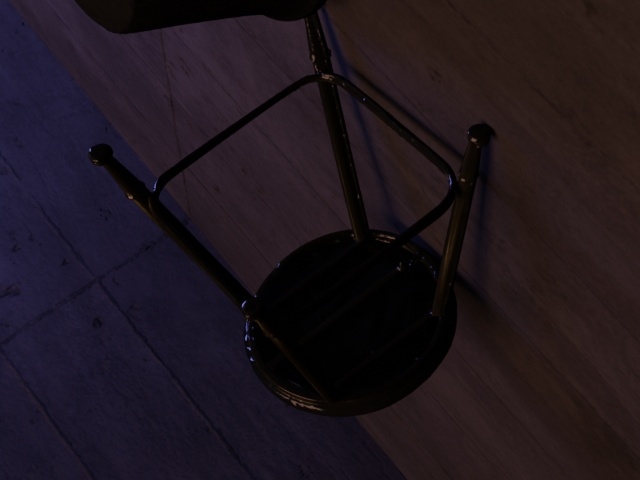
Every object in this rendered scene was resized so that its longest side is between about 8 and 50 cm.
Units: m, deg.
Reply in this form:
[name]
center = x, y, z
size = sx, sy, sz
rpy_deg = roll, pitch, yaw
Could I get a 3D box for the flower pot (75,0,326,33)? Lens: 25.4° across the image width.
[flower pot]
center = -0.174, -0.389, 1.675
size = 0.379, 0.251, 0.379
rpy_deg = 41, 148, 33

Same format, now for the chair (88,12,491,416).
[chair]
center = 0.000, 0.000, 1.854
size = 0.362, 0.365, 0.410
rpy_deg = 43, 164, 36
